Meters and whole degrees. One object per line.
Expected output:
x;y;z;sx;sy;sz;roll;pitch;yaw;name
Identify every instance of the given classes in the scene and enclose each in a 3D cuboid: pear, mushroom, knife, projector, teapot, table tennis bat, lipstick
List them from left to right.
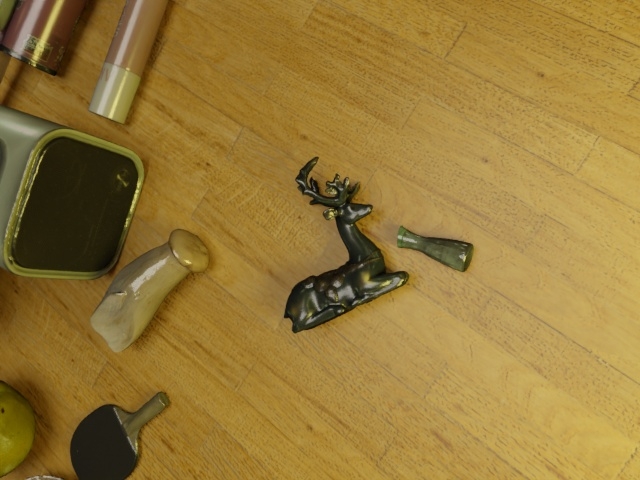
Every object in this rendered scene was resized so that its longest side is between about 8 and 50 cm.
-0.622;0.346;1.032;0.198;0.198;0.199;-3;83;22;pear
-0.689;-0.325;1.159;0.038;0.132;0.399;26;102;-5;knife
-0.502;-0.088;0.988;0.249;0.248;0.249;20;92;23;projector
-0.361;0.349;1.007;0.246;0.022;0.138;-41;71;15;table tennis bat
-0.357;-0.349;1.052;0.070;0.070;0.255;22;93;23;lipstick
-0.302;0.079;0.972;0.247;0.096;0.108;-44;45;10;mushroom
0.162;0.009;0.816;0.110;0.042;0.043;19;92;27;teapot

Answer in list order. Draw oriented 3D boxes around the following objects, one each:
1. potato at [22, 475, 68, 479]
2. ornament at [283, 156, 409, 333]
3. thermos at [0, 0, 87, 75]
-0.441;0.537;0.999;0.120;0.100;0.261;-24;54;-20;potato
0.000;0.000;0.864;0.202;0.080;0.236;-27;77;15;ornament
-0.514;-0.504;1.125;0.109;0.136;0.331;26;95;-5;thermos
